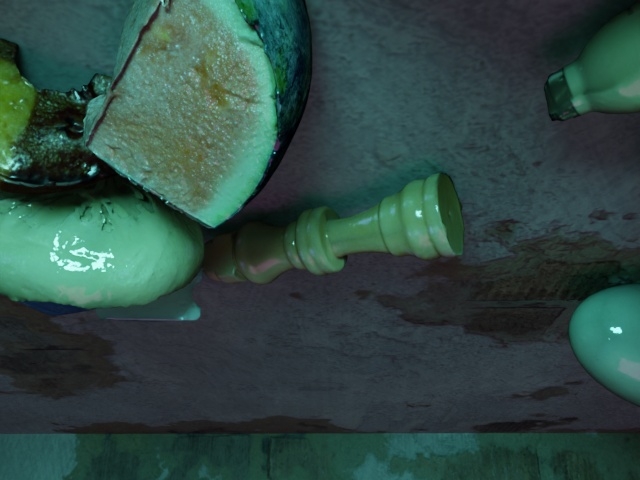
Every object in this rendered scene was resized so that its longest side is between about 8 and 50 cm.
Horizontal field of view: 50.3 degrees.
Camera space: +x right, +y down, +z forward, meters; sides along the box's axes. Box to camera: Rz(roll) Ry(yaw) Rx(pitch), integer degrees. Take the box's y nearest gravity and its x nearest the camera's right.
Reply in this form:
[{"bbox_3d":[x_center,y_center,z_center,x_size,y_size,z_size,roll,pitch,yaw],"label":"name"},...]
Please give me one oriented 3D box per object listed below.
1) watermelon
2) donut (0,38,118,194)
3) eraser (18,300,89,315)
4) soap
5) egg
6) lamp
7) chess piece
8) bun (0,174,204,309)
[{"bbox_3d":[-0.114,-0.136,0.627,0.225,0.148,0.318,-6,148,-5],"label":"watermelon"},{"bbox_3d":[-0.299,-0.110,0.723,0.294,0.151,0.112,13,160,-24],"label":"donut"},{"bbox_3d":[-0.509,0.055,1.151,0.144,0.043,0.312,-12,151,23],"label":"eraser"},{"bbox_3d":[-0.266,0.086,1.076,0.150,0.094,0.261,7,172,-11],"label":"soap"},{"bbox_3d":[0.609,0.192,1.213,0.370,0.230,0.230,16,149,-18],"label":"egg"},{"bbox_3d":[0.325,-0.181,0.626,0.250,0.101,0.101,-22,146,30],"label":"lamp"},{"bbox_3d":[0.000,0.000,0.978,0.396,0.117,0.117,-11,151,26],"label":"chess piece"},{"bbox_3d":[-0.282,-0.021,0.844,0.287,0.146,0.287,11,-164,-3],"label":"bun"}]
